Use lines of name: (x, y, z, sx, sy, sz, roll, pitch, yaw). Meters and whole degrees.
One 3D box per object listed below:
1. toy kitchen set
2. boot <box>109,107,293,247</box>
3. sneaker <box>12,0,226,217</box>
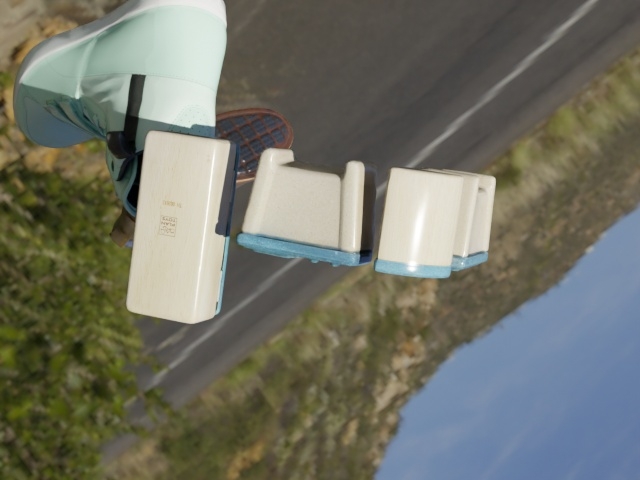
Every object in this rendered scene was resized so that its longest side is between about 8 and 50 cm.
toy kitchen set: (0.000, 0.000, 0.820, 0.166, 0.207, 0.122, -8, 108, -71)
boot: (-0.127, -0.065, 1.222, 0.219, 0.082, 0.106, -33, 179, -38)
sneaker: (-0.170, -0.083, 0.910, 0.094, 0.151, 0.256, 17, 155, -37)
